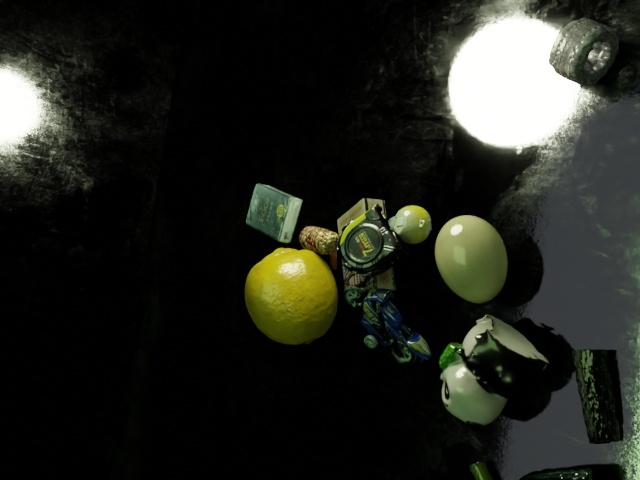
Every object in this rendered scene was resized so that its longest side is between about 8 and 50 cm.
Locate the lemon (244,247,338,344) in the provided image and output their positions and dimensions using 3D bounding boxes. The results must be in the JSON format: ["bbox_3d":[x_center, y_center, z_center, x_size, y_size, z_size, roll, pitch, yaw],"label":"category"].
[{"bbox_3d":[-0.098,0.193,2.057,0.348,0.348,0.348,-13,72,48],"label":"lemon"}]

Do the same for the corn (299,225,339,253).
[{"bbox_3d":[0.000,0.000,2.097,0.290,0.098,0.098,-168,89,-70],"label":"corn"}]

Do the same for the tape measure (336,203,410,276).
[{"bbox_3d":[0.148,0.014,1.782,0.186,0.112,0.199,-34,61,12],"label":"tape measure"}]

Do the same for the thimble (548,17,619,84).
[{"bbox_3d":[0.645,-0.460,1.449,0.150,0.150,0.098,-60,45,23],"label":"thimble"}]

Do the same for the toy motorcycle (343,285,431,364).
[{"bbox_3d":[0.202,0.245,1.787,0.315,0.113,0.169,49,138,3],"label":"toy motorcycle"}]

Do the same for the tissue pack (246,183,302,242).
[{"bbox_3d":[-0.190,-0.113,2.414,0.257,0.081,0.185,26,102,48],"label":"tissue pack"}]

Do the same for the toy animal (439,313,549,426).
[{"bbox_3d":[0.412,0.333,1.514,0.267,0.212,0.212,-52,47,20],"label":"toy animal"}]

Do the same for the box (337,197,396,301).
[{"bbox_3d":[0.147,0.039,1.946,0.198,0.084,0.310,142,127,-58],"label":"box"}]

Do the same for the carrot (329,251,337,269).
[{"bbox_3d":[0.046,0.060,2.139,0.032,0.032,0.093,-13,77,48],"label":"carrot"}]

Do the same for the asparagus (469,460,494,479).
[{"bbox_3d":[0.445,0.662,1.532,0.041,0.045,0.178,97,156,-54],"label":"asparagus"}]

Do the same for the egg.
[{"bbox_3d":[0.407,0.049,1.593,0.186,0.186,0.242,-35,65,40],"label":"egg"}]

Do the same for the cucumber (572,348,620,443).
[{"bbox_3d":[0.629,0.358,1.360,0.078,0.062,0.211,-16,70,46],"label":"cucumber"}]

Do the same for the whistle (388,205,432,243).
[{"bbox_3d":[0.275,-0.046,1.853,0.223,0.122,0.123,175,103,-71],"label":"whistle"}]

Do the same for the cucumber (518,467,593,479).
[{"bbox_3d":[0.565,0.573,1.379,0.193,0.115,0.086,-30,17,48],"label":"cucumber"}]
